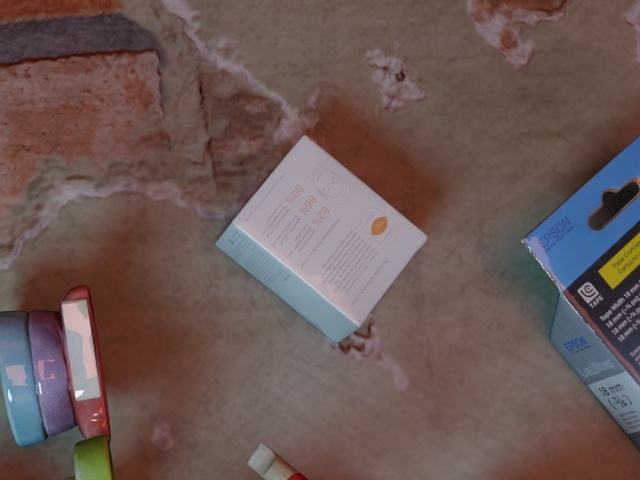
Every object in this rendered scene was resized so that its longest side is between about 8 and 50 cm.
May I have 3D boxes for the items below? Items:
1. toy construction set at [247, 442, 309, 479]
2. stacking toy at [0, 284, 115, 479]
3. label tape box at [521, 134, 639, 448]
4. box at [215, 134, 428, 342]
[{"bbox_3d":[-0.080,0.319,1.350,0.237,0.309,0.257,35,23,34],"label":"toy construction set"},{"bbox_3d":[-0.252,0.196,1.351,0.130,0.279,0.309,-9,80,-8],"label":"stacking toy"},{"bbox_3d":[0.386,0.070,1.658,0.240,0.106,0.334,-39,89,-21],"label":"label tape box"},{"bbox_3d":[0.000,0.000,1.568,0.170,0.091,0.130,40,68,-3],"label":"box"}]
